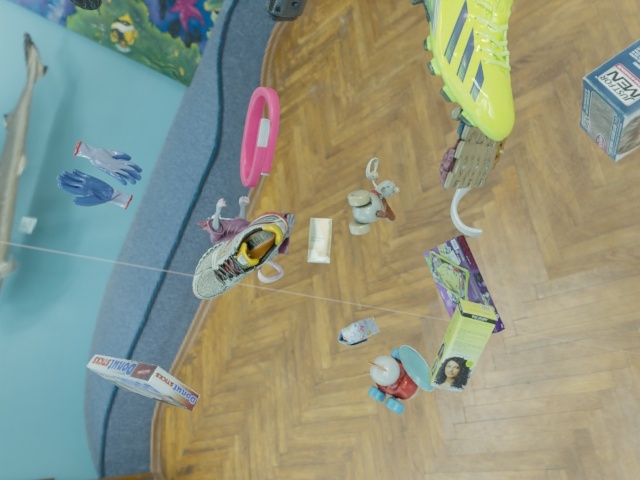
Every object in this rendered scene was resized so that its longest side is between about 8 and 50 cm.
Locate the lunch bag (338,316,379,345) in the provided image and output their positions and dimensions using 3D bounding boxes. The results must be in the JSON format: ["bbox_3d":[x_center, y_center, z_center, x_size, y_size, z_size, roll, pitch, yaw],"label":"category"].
[{"bbox_3d":[0.093,0.230,1.250,0.083,0.071,0.053,-36,71,44],"label":"lunch bag"}]

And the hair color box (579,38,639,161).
[{"bbox_3d":[0.615,-0.296,0.822,0.347,0.174,0.105,-35,62,12],"label":"hair color box"}]

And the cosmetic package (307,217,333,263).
[{"bbox_3d":[0.000,0.000,1.287,0.060,0.041,0.115,2,90,3],"label":"cosmetic package"}]

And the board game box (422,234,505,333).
[{"bbox_3d":[0.498,0.171,1.776,0.208,0.056,0.346,-36,73,58],"label":"board game box"}]

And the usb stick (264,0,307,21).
[{"bbox_3d":[-0.011,-0.445,0.716,0.045,0.077,0.278,46,135,13],"label":"usb stick"}]

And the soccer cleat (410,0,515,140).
[{"bbox_3d":[0.191,-0.261,0.614,0.121,0.093,0.289,-25,68,34],"label":"soccer cleat"}]

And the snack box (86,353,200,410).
[{"bbox_3d":[-0.214,0.165,0.595,0.178,0.064,0.022,-8,44,46],"label":"snack box"}]

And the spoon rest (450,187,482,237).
[{"bbox_3d":[0.422,-0.149,1.459,0.084,0.137,0.276,2,74,4],"label":"spoon rest"}]

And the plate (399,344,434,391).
[{"bbox_3d":[0.354,0.457,1.819,0.188,0.024,0.188,48,154,32],"label":"plate"}]

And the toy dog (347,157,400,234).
[{"bbox_3d":[0.233,-0.151,1.943,0.161,0.220,0.333,11,52,31],"label":"toy dog"}]

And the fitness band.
[{"bbox_3d":[-0.179,-0.295,1.458,0.209,0.054,0.290,-125,45,-58],"label":"fitness band"}]

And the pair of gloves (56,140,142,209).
[{"bbox_3d":[-0.495,-0.142,1.138,0.023,0.159,0.198,-48,30,40],"label":"pair of gloves"}]

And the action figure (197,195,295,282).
[{"bbox_3d":[-0.271,-0.018,1.779,0.371,0.248,0.275,3,100,28],"label":"action figure"}]

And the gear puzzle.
[{"bbox_3d":[0.288,-0.180,0.907,0.044,0.339,0.175,24,108,26],"label":"gear puzzle"}]

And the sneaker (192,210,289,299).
[{"bbox_3d":[-0.158,0.031,0.950,0.225,0.088,0.092,-42,12,7],"label":"sneaker"}]

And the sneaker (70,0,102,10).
[{"bbox_3d":[-0.524,-0.658,1.074,0.107,0.281,0.162,5,56,10],"label":"sneaker"}]

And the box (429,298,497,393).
[{"bbox_3d":[0.341,0.260,1.219,0.058,0.088,0.232,-78,1,-65],"label":"box"}]

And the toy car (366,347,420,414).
[{"bbox_3d":[0.251,0.506,1.944,0.219,0.238,0.210,-56,32,-11],"label":"toy car"}]
